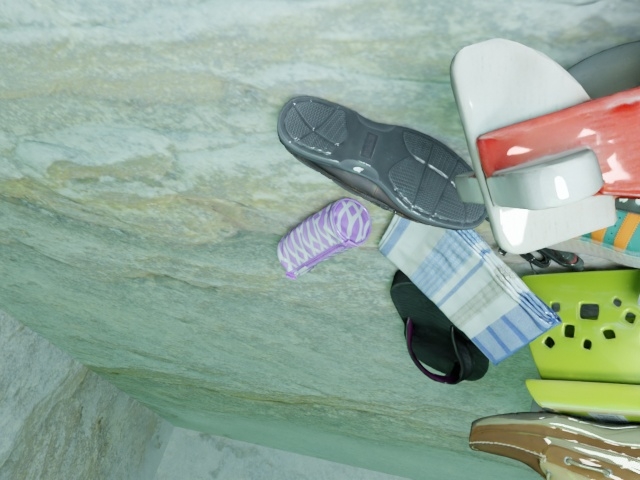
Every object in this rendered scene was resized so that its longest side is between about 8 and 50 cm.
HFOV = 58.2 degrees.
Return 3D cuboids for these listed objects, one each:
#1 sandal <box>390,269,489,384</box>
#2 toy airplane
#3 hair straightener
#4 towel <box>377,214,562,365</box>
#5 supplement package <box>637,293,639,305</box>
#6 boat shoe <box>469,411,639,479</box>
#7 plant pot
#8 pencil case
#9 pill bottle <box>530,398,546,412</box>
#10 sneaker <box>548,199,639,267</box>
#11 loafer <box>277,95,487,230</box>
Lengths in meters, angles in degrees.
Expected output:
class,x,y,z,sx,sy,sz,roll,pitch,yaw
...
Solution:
class,x,y,z,sx,sy,sz,roll,pitch,yaw
sandal,0.235,0.211,1.183,0.168,0.106,0.445,0,145,28
toy airplane,0.279,-0.115,0.398,0.385,0.272,0.386,-2,-171,-45
hair straightener,0.317,-0.001,0.872,0.231,0.047,0.089,29,151,-28
towel,0.210,0.060,0.889,0.285,0.034,0.209,47,154,14
supplement package,0.557,0.058,0.710,0.244,0.138,0.134,21,171,-7
boat shoe,0.384,0.329,0.850,0.324,0.119,0.122,-2,153,27
plant pot,0.448,0.182,0.900,0.227,0.207,0.228,-5,151,34
pencil case,0.000,0.000,0.983,0.086,0.088,0.206,27,147,-20
pill bottle,0.619,0.399,1.238,0.283,0.161,0.161,-13,138,41
sneaker,0.332,-0.049,0.651,0.121,0.108,0.302,52,159,-23
loafer,0.082,-0.100,0.787,0.303,0.109,0.095,26,168,-2
